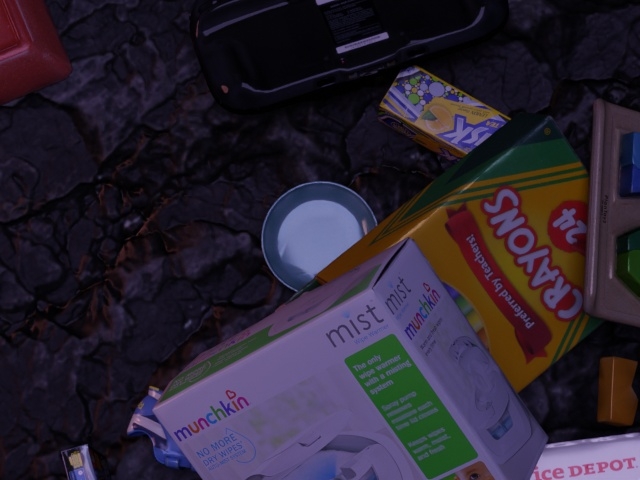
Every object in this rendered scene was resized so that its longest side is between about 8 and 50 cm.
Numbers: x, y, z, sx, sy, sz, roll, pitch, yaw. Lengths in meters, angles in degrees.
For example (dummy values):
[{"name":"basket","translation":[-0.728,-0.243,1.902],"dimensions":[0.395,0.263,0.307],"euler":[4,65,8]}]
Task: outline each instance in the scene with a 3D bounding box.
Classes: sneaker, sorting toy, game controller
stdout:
[{"name":"sneaker","translation":[-0.127,0.205,1.546],"dimensions":[0.144,0.053,0.059],"euler":[38,79,16]},{"name":"sorting toy","translation":[0.341,0.032,1.522],"dimensions":[0.229,0.041,0.307],"euler":[14,73,-33]},{"name":"game controller","translation":[0.028,-0.232,1.624],"dimensions":[0.319,0.067,0.166],"euler":[-18,65,-3]}]

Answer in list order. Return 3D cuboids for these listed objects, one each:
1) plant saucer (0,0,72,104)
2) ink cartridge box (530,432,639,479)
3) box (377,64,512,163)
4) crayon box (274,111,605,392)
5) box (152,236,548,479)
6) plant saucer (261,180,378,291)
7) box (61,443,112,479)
[{"name":"plant saucer","translation":[-0.425,-0.243,1.648],"dimensions":[0.259,0.048,0.258],"euler":[-23,78,-4]},{"name":"ink cartridge box","translation":[0.240,0.312,1.495],"dimensions":[0.172,0.100,0.237],"euler":[-8,78,-1]},{"name":"box","translation":[0.145,-0.112,1.613],"dimensions":[0.169,0.054,0.059],"euler":[30,79,7]},{"name":"crayon box","translation":[0.142,0.051,1.528],"dimensions":[0.318,0.081,0.202],"euler":[-39,106,-7]},{"name":"box","translation":[0.028,0.162,1.428],"dimensions":[0.262,0.127,0.231],"euler":[-29,101,29]},{"name":"plant saucer","translation":[0.000,0.000,1.605],"dimensions":[0.119,0.021,0.119],"euler":[0,77,1]},{"name":"box","translation":[-0.211,0.245,1.492],"dimensions":[0.027,0.137,0.094],"euler":[-15,77,-4]}]
